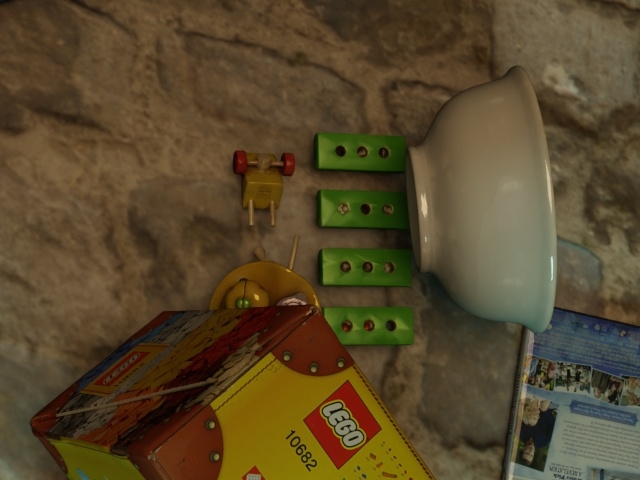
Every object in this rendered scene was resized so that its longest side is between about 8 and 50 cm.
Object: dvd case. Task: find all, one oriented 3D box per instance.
[{"bbox_3d":[0.314,0.214,1.610,0.180,0.022,0.253,13,77,-13],"label":"dvd case"}]

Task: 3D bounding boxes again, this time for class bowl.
[{"bbox_3d":[0.168,-0.039,1.491,0.134,0.298,0.298,-6,82,-1],"label":"bowl"}]

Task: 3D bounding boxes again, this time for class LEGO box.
[{"bbox_3d":[-0.013,0.317,1.272,0.193,0.372,0.500,-39,104,-23],"label":"LEGO box"}]

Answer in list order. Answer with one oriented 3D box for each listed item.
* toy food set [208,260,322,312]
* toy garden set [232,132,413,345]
[{"bbox_3d":[-0.052,0.132,1.469,0.128,0.071,0.218,-16,93,6],"label":"toy food set"},{"bbox_3d":[0.000,0.000,1.553,0.204,0.049,0.244,1,81,-16],"label":"toy garden set"}]
